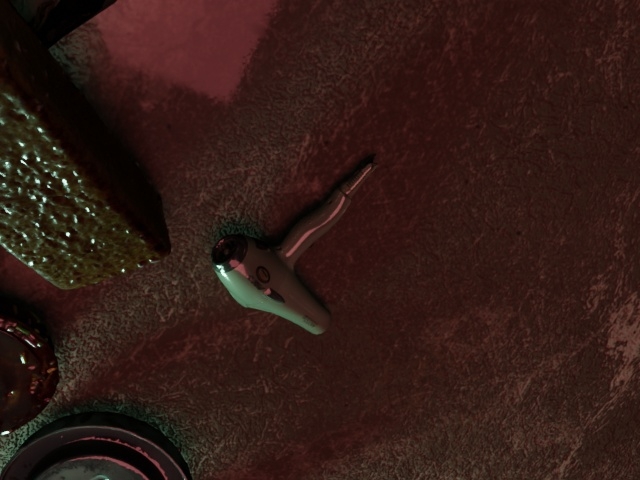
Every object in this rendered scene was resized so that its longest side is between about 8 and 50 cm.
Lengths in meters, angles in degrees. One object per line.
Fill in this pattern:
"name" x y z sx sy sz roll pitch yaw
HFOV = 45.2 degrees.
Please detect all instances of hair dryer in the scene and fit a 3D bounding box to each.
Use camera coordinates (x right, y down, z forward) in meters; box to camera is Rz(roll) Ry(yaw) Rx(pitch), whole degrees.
"hair dryer" 0.000 0.030 1.089 0.267 0.092 0.229 -30 133 -6

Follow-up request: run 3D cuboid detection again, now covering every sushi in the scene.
"sushi" -0.338 -0.232 0.807 0.272 0.134 0.109 -28 113 23

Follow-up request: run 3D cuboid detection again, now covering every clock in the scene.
"clock" -0.346 0.413 1.194 0.312 0.061 0.313 -1 105 -5

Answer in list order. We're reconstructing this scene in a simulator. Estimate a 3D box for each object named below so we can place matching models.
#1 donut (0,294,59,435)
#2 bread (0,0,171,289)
"donut" -0.473 0.164 1.038 0.234 0.089 0.235 -7 125 -10
"bread" -0.303 -0.080 0.810 0.165 0.113 0.417 -20 154 0
